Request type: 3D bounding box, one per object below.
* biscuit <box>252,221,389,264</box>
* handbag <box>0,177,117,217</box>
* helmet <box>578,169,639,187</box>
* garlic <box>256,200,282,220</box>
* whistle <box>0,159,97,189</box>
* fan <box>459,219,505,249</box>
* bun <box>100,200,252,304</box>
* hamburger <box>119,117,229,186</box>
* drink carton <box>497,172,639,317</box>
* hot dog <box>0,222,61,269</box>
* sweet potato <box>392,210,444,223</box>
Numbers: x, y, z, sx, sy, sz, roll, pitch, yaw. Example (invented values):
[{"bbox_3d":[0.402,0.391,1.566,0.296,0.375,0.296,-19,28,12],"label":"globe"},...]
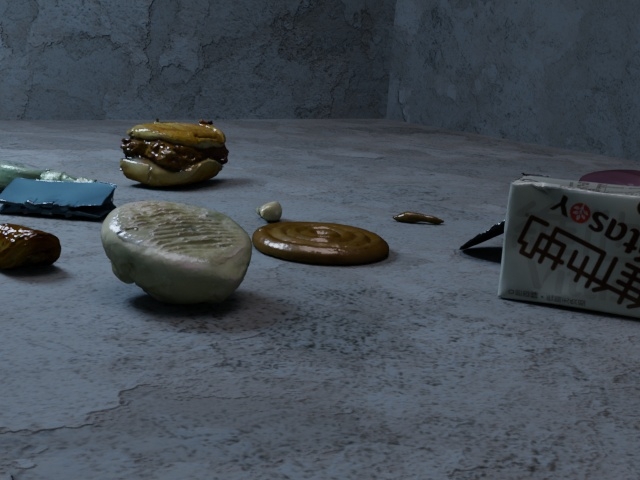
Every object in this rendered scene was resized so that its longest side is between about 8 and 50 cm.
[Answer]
[{"bbox_3d":[0.000,-0.001,1.818,0.261,0.037,0.262,3,13,-1],"label":"biscuit"},{"bbox_3d":[-0.534,-0.082,1.984,0.221,0.057,0.144,5,16,4],"label":"handbag"},{"bbox_3d":[0.579,-0.023,1.742,0.270,0.197,0.338,-4,13,-42],"label":"helmet"},{"bbox_3d":[-0.108,-0.061,2.056,0.053,0.041,0.083,-13,8,-14],"label":"garlic"},{"bbox_3d":[-0.623,-0.132,2.164,0.257,0.067,0.126,9,7,2],"label":"whistle"},{"bbox_3d":[0.355,-0.036,1.825,0.223,0.012,0.294,-27,-10,13],"label":"fan"},{"bbox_3d":[-0.210,0.025,1.441,0.209,0.116,0.237,-14,38,-44],"label":"bun"},{"bbox_3d":[-0.352,-0.213,2.402,0.282,0.156,0.245,5,15,-14],"label":"hamburger"},{"bbox_3d":[0.457,0.010,1.539,0.324,0.194,0.132,8,11,20],"label":"drink carton"},{"bbox_3d":[-0.474,0.009,1.551,0.099,0.065,0.147,-7,10,-41],"label":"hot dog"},{"bbox_3d":[0.215,-0.049,2.135,0.115,0.026,0.026,6,12,1],"label":"sweet potato"}]
